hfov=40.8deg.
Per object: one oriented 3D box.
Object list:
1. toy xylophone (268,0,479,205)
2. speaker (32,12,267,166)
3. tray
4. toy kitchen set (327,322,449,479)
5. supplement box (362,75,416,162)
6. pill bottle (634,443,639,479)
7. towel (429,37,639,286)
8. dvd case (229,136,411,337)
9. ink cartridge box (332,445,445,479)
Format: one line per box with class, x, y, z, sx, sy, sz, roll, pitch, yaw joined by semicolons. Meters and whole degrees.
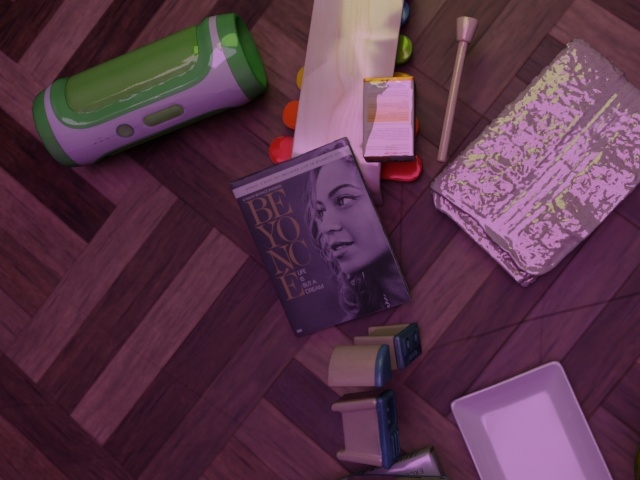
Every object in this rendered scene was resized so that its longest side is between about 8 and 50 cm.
toy xylophone;0.069;-0.195;1.105;0.236;0.081;0.322;16;88;13
speaker;-0.228;-0.199;1.152;0.296;0.131;0.131;-20;80;10
tray;0.274;0.295;1.034;0.145;0.030;0.270;-23;79;9
toy kitchen set;0.101;0.215;1.023;0.122;0.166;0.207;-4;95;23
supplement box;0.084;-0.145;1.036;0.062;0.036;0.098;0;84;11
pill bottle;0.413;0.258;0.895;0.136;0.246;0.136;-1;84;13
towel;0.288;-0.097;1.063;0.187;0.049;0.282;44;94;13
dvd case;0.000;0.000;1.087;0.164;0.018;0.221;-20;99;18
ink cartridge box;0.046;0.462;1.050;0.324;0.071;0.330;-23;78;9
